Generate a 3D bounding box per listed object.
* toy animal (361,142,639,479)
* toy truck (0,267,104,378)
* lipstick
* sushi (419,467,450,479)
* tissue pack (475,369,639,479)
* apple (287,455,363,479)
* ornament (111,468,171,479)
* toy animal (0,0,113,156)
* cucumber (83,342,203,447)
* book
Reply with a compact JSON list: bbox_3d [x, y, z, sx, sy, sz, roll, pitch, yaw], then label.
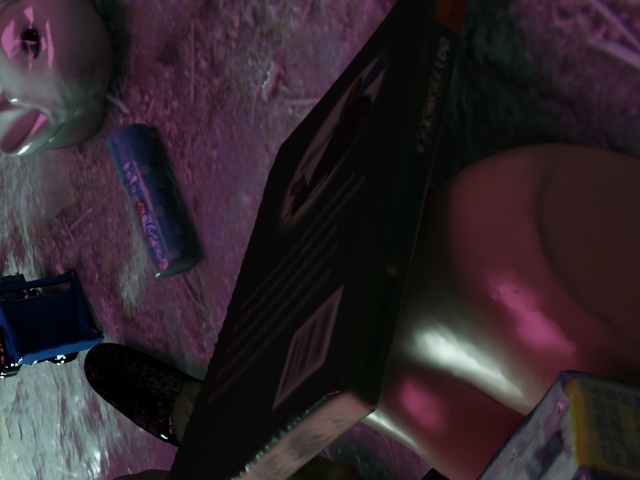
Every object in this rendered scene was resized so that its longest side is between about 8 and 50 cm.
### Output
[{"bbox_3d":[0.126,0.051,0.593,0.213,0.195,0.256,36,140,-7],"label":"toy animal"},{"bbox_3d":[-0.370,0.102,1.229,0.208,0.113,0.126,-8,92,49],"label":"toy truck"},{"bbox_3d":[-0.175,-0.041,1.011,0.048,0.048,0.158,-34,74,48],"label":"lipstick"},{"bbox_3d":[0.156,0.288,0.674,0.273,0.134,0.109,27,134,26],"label":"sushi"},{"bbox_3d":[0.195,0.170,0.488,0.081,0.257,0.185,-86,16,-49],"label":"tissue pack"},{"bbox_3d":[-0.024,0.281,0.816,0.200,0.200,0.200,16,111,47],"label":"apple"},{"bbox_3d":[-0.163,0.322,0.994,0.177,0.177,0.178,16,111,47],"label":"ornament"},{"bbox_3d":[-0.373,-0.193,1.115,0.357,0.194,0.258,13,99,39],"label":"toy animal"},{"bbox_3d":[-0.195,0.163,1.070,0.241,0.074,0.074,16,111,48],"label":"cucumber"},{"bbox_3d":[0.000,0.000,0.631,0.260,0.043,0.371,-47,20,47],"label":"book"}]
